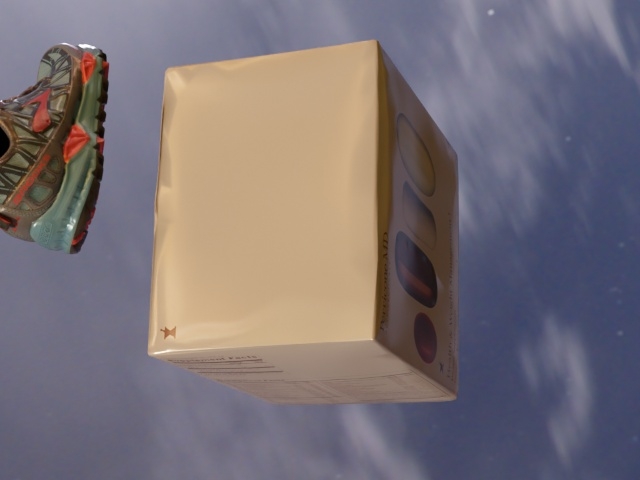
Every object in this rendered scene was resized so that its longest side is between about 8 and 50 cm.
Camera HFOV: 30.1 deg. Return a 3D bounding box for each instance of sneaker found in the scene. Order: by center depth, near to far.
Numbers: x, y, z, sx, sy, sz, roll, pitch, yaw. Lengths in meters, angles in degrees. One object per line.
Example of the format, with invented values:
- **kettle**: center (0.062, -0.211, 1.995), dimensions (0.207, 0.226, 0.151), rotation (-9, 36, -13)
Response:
- **sneaker**: center (-0.252, -0.102, 1.031), dimensions (0.125, 0.104, 0.262), rotation (13, -146, -19)

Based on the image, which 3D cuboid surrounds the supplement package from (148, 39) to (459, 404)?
- **supplement package**: center (0.000, 0.000, 0.804), dimensions (0.203, 0.149, 0.194), rotation (38, -130, -64)
